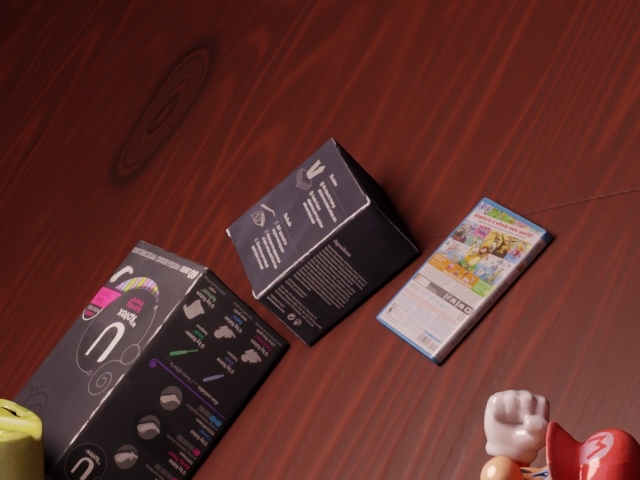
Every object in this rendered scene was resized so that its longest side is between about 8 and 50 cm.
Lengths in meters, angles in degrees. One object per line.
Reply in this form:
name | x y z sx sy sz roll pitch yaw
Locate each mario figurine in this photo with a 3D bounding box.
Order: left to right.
mario figurine | 0.114 0.232 1.407 0.320 0.170 0.198 -36 66 28

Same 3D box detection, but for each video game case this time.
video game case | 0.140 0.038 1.762 0.166 0.015 0.119 -48 31 -4

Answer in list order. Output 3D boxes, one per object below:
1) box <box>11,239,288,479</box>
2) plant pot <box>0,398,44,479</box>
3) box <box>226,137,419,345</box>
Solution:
box | -0.193 0.156 1.889 0.270 0.143 0.165 -53 32 -13
plant pot | -0.368 0.286 1.722 0.276 0.276 0.254 22 107 57
box | 0.000 0.000 1.894 0.158 0.093 0.156 -41 31 9
